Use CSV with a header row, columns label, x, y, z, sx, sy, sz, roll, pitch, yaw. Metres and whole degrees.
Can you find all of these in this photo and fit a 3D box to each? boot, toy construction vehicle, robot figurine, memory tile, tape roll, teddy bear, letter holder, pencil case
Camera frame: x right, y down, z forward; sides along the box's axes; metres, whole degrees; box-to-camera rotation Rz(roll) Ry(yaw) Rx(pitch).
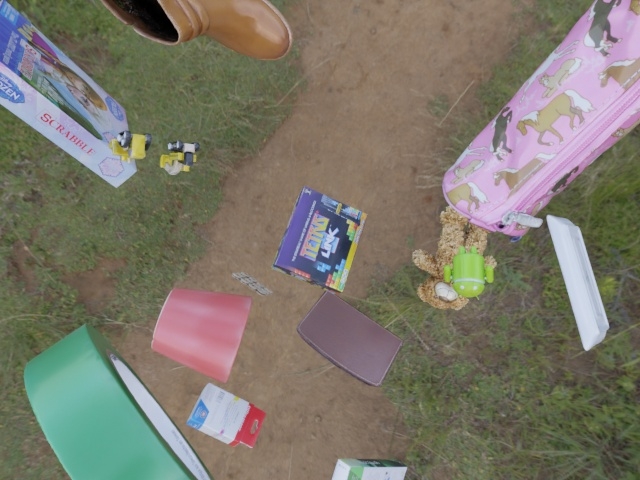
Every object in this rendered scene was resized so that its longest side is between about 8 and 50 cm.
label,x,y,z,sx,sy,sz,roll,pitch,yaw
boot,-0.175,-0.340,0.623,0.283,0.109,0.220,29,32,-21
toy construction vehicle,-0.182,-0.091,0.449,0.085,0.098,0.035,-3,97,-42
robot figurine,0.322,0.071,0.904,0.101,0.067,0.115,0,69,22
memory tile,-0.246,0.156,1.514,0.148,0.113,0.012,32,95,13
tape roll,-0.231,0.255,0.525,0.077,0.321,0.321,-38,80,-25
teddy bear,0.414,0.060,1.268,0.245,0.113,0.338,29,101,-15
letter holder,0.073,0.344,1.329,0.301,0.152,0.214,33,44,11
pencil case,0.334,-0.170,0.537,0.160,0.386,0.167,-4,52,-41

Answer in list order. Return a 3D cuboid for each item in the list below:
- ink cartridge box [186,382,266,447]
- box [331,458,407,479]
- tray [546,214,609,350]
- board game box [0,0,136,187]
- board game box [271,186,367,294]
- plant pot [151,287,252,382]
label,x,y,z,sx,sy,sz,roll,pitch,yaw
ink cartridge box,-0.319,0.607,1.423,0.231,0.078,0.134,31,45,-9
box,0.137,0.811,1.297,0.322,0.058,0.233,30,75,-42
tray,0.533,0.077,0.849,0.145,0.030,0.271,2,74,-45
board game box,-0.545,-0.306,0.872,0.065,0.318,0.319,-37,49,5
board game box,0.000,0.000,0.811,0.141,0.048,0.170,23,71,-12
plant pot,-0.365,0.273,1.283,0.243,0.275,0.275,17,72,-8
